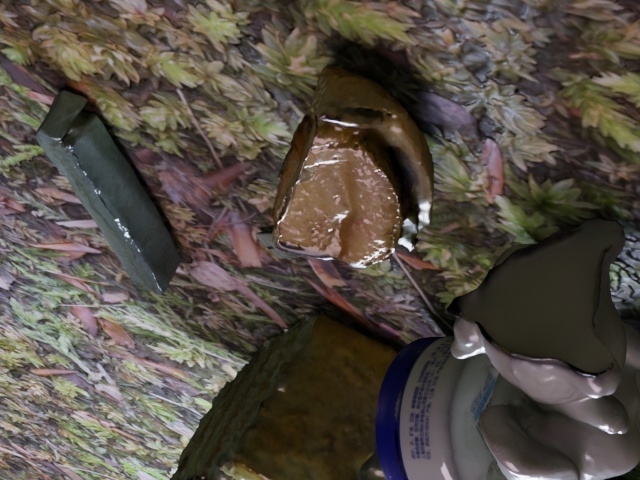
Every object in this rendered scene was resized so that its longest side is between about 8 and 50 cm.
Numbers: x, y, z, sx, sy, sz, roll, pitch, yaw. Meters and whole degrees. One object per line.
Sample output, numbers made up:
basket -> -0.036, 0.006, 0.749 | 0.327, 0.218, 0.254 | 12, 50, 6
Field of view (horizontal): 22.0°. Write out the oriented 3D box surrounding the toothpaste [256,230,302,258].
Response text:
toothpaste -> 0.000, 0.000, 1.820 | 0.048, 0.029, 0.197 | 43, 152, -28

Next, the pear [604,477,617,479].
pear -> 0.340, 0.435, 2.067 | 0.165, 0.399, 0.399 | -8, 155, -9

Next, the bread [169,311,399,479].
bread -> -0.010, 0.275, 2.108 | 0.264, 0.239, 0.395 | 29, 155, -9

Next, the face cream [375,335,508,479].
face cream -> 0.164, 0.211, 1.873 | 0.111, 0.206, 0.206 | -3, 143, 37

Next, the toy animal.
toy animal -> 0.224, 0.138, 1.589 | 0.174, 0.249, 0.289 | -2, 114, 20

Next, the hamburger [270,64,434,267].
hamburger -> 0.040, -0.085, 1.544 | 0.155, 0.135, 0.208 | 8, 139, -2

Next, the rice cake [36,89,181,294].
rice cake -> -0.240, -0.050, 1.890 | 0.063, 0.066, 0.336 | 14, 152, 23
